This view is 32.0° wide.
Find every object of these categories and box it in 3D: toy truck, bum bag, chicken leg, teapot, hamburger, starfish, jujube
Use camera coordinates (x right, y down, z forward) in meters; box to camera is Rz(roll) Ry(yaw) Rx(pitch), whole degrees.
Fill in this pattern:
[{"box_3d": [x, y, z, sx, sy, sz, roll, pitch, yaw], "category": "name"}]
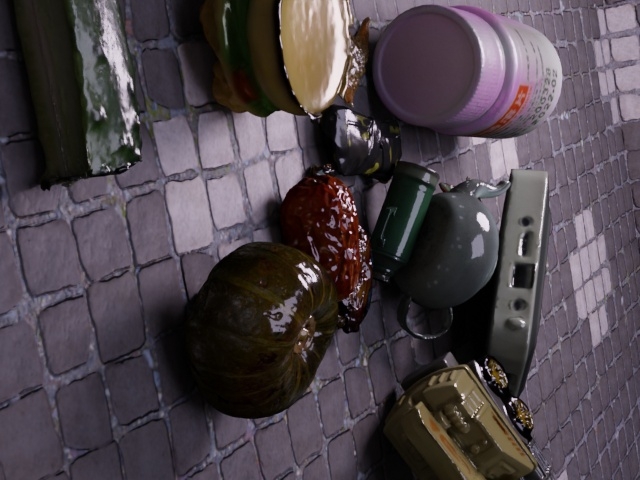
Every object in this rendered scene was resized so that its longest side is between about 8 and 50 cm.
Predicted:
[{"box_3d": [0.259, 0.378, 1.714, 0.405, 0.180, 0.254, 57, 27, 2], "category": "toy truck"}, {"box_3d": [0.071, -0.145, 1.719, 0.232, 0.060, 0.106, 7, 88, -58], "category": "bum bag"}, {"box_3d": [0.031, 0.010, 1.633, 0.106, 0.051, 0.253, -13, 93, -55], "category": "chicken leg"}, {"box_3d": [0.205, 0.019, 1.782, 0.129, 0.193, 0.294, 23, 85, -28], "category": "teapot"}, {"box_3d": [-0.065, -0.267, 1.417, 0.237, 0.149, 0.237, -15, 107, -62], "category": "hamburger"}, {"box_3d": [0.031, -0.304, 1.691, 0.247, 0.050, 0.138, -80, 149, -50], "category": "starfish"}, {"box_3d": [0.000, 0.000, 1.531, 0.112, 0.109, 0.176, -15, 110, -24], "category": "jujube"}]

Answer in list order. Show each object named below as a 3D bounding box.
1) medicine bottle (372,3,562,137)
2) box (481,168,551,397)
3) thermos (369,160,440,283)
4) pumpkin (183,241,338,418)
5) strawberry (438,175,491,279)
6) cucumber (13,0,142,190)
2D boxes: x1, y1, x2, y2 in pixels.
[{"box_3d": [0.260, -0.287, 1.915, 0.388, 0.219, 0.219, -6, 90, -62], "category": "medicine bottle"}, {"box_3d": [0.345, 0.106, 1.990, 0.373, 0.090, 0.367, 85, 15, -61], "category": "box"}, {"box_3d": [0.124, -0.025, 1.737, 0.083, 0.073, 0.187, 153, -43, -81], "category": "thermos"}, {"box_3d": [-0.081, 0.101, 1.326, 0.219, 0.162, 0.219, -48, 150, -39], "category": "pumpkin"}, {"box_3d": [0.247, -0.009, 1.973, 0.228, 0.098, 0.174, 45, 36, -71], "category": "strawberry"}, {"box_3d": [-0.249, -0.222, 1.137, 0.145, 0.105, 0.325, -20, 100, -59], "category": "cucumber"}]
